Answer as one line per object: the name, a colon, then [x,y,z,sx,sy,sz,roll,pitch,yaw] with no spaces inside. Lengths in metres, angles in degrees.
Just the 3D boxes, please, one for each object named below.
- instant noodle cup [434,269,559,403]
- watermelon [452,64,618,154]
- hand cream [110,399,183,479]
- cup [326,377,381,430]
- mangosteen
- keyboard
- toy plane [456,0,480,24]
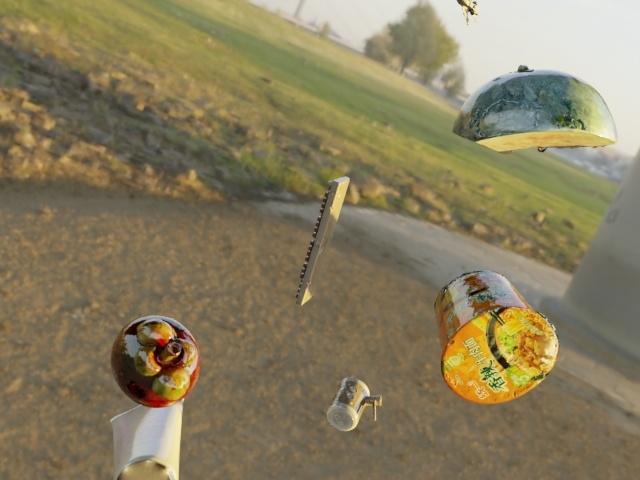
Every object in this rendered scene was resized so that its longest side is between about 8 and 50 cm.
instant noodle cup: [0.329,0.178,1.786,0.230,0.230,0.182,20,24,-18]
watermelon: [0.396,-0.268,1.763,0.322,0.175,0.188,-3,-8,29]
hand cream: [-0.356,0.416,1.861,0.118,0.186,0.358,63,0,-19]
cup: [0.071,0.360,1.944,0.102,0.074,0.099,27,35,4]
mangosteen: [-0.307,0.228,1.720,0.200,0.199,0.200,23,11,-5]
keyboard: [0.000,0.000,1.139,0.017,0.165,0.055,20,16,12]
toy plane: [0.338,-0.536,2.073,0.031,0.078,0.083,1,-22,41]
